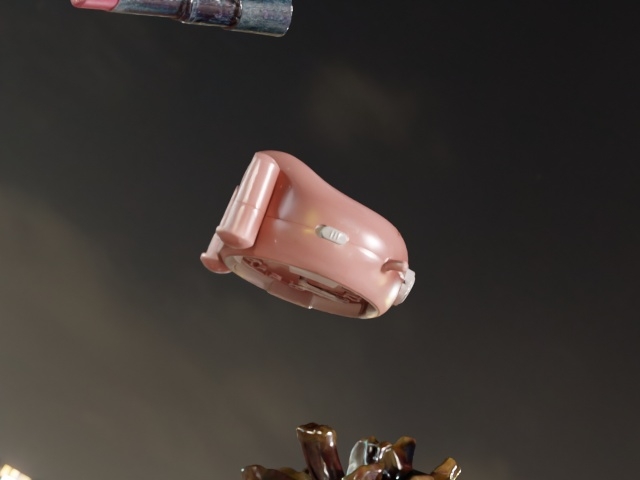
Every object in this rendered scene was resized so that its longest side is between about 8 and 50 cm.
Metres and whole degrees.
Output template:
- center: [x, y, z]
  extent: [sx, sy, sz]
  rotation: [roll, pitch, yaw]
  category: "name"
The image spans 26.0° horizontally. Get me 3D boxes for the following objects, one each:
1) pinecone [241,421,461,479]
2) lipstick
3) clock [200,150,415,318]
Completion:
- center: [0.044, 0.358, 1.404]
  extent: [0.384, 0.384, 0.384]
  rotation: [27, -16, 9]
  category: "pinecone"
- center: [-0.145, -0.248, 1.441]
  extent: [0.234, 0.053, 0.053]
  rotation: [1, -2, -28]
  category: "lipstick"
- center: [0.000, 0.000, 1.639]
  extent: [0.241, 0.142, 0.227]
  rotation: [24, -14, -5]
  category: "clock"
